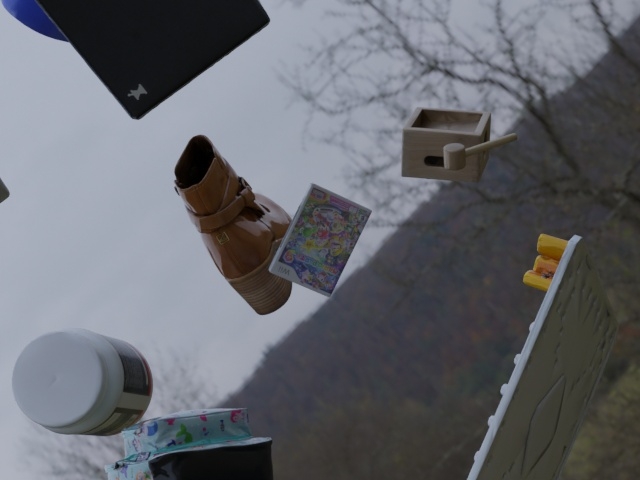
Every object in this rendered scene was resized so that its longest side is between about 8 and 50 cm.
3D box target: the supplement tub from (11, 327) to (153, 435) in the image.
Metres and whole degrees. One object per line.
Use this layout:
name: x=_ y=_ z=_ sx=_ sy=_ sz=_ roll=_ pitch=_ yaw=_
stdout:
supplement tub: x=-0.433 y=0.262 z=2.137 sx=0.191 sy=0.191 sz=0.272 roll=-47 pitch=-14 yaw=-1

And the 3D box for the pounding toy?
pounding toy: x=0.221 y=-0.134 z=1.855 sx=0.206 sy=0.181 sz=0.094 roll=-57 pitch=-31 yaw=-62

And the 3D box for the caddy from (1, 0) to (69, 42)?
caddy: x=-0.334 y=-0.433 z=1.776 sx=0.341 sy=0.241 sz=0.179 roll=8 pitch=-35 yaw=-40

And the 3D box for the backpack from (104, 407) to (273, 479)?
backpack: x=-0.214 y=0.364 z=1.804 sx=0.225 sy=0.191 sz=0.253 roll=-2 pitch=-21 yaw=-34

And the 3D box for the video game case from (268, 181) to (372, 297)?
video game case: x=0.000 y=0.000 z=1.435 sx=0.122 sy=0.087 sz=0.011 roll=-64 pitch=20 yaw=6

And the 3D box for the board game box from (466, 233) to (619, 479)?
board game box: x=0.259 y=0.224 z=1.456 sx=0.390 sy=0.050 sz=0.390 roll=-65 pitch=-27 yaw=-11

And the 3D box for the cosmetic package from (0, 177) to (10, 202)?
cosmetic package: x=-0.647 y=-0.097 z=1.308 sx=0.394 sy=0.327 sz=0.329 roll=-42 pitch=-47 yaw=-26

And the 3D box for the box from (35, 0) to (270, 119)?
box: x=-0.221 y=-0.323 z=1.196 sx=0.183 sy=0.296 sz=0.294 roll=-35 pitch=28 yaw=5

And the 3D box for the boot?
boot: x=-0.128 y=-0.050 z=1.580 sx=0.109 sy=0.220 sz=0.283 roll=-25 pitch=30 yaw=13
